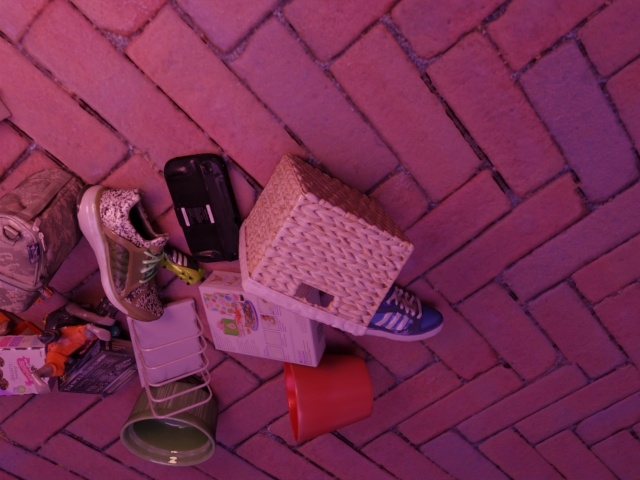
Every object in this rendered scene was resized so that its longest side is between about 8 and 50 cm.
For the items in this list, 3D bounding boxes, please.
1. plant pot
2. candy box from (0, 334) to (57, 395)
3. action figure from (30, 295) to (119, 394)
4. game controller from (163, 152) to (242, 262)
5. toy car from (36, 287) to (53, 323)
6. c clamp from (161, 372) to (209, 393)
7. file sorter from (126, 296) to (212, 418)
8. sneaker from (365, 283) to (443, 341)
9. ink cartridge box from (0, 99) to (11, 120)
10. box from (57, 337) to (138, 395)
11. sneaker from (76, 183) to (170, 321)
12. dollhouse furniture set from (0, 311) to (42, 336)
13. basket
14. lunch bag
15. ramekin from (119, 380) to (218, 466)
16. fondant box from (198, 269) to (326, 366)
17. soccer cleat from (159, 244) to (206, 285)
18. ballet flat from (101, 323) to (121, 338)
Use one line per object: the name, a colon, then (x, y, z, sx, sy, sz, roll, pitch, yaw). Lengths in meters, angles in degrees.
plant pot: (0.023, 0.477, 1.519, 0.243, 0.275, 0.275, -5, 121, -11)
candy box: (-0.877, 0.358, 1.381, 0.196, 0.070, 0.165, 0, 113, -13)
action figure: (-0.659, 0.220, 1.312, 0.178, 0.330, 0.341, 39, 80, -28)
game controller: (-0.305, -0.076, 1.290, 0.166, 0.067, 0.319, -1, 121, 14)
toy car: (-0.809, 0.196, 1.421, 0.060, 0.040, 0.122, -9, 120, 2)
c clamp: (-0.460, 0.496, 1.630, 0.160, 0.022, 0.137, 38, 106, -20)
file sorter: (-0.434, 0.347, 1.419, 0.192, 0.173, 0.278, -14, 123, -26)
sneaker: (0.215, 0.165, 1.409, 0.322, 0.130, 0.236, 3, 124, 1)
ink cartridge box: (-0.803, -0.296, 1.106, 0.143, 0.092, 0.090, -21, 120, 9)
box: (-0.661, 0.392, 1.492, 0.231, 0.056, 0.183, -40, 143, 19)
sneaker: (-0.474, 0.039, 1.260, 0.182, 0.158, 0.410, -8, 117, 12)
dollhouse furniture set: (-0.965, 0.342, 1.470, 0.259, 0.135, 0.262, -35, 117, 3)
basket: (0.000, 0.000, 1.183, 0.328, 0.331, 0.266, 25, 107, -21)
lunch bag: (-0.702, -0.018, 1.151, 0.212, 0.305, 0.256, 31, 115, -20)
ramekin: (-0.483, 0.601, 1.591, 0.303, 0.148, 0.303, 1, 128, 1)
fondant box: (-0.162, 0.220, 1.379, 0.330, 0.096, 0.238, 5, 122, 18)
soccer cleat: (-0.404, 0.055, 1.355, 0.179, 0.072, 0.060, 38, 126, 1)
ballet flat: (-0.699, 0.308, 1.483, 0.203, 0.074, 0.074, -18, 120, 0)
